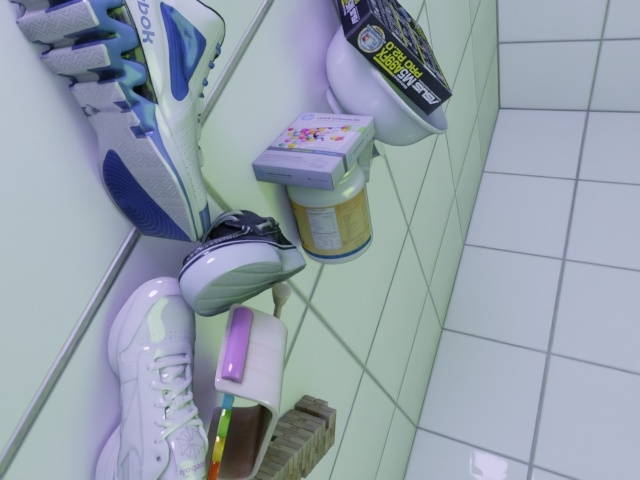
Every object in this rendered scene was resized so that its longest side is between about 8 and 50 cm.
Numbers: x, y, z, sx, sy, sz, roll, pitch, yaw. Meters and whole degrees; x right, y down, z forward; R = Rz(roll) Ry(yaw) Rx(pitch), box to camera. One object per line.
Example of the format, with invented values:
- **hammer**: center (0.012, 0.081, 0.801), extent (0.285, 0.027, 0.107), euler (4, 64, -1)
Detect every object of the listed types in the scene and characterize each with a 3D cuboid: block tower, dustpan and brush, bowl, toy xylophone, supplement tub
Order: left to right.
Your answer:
- **toy xylophone**: center (-0.106, 0.205, 0.676), extent (0.236, 0.081, 0.323), euler (-89, -168, -53)
- **block tower**: center (-0.074, 0.427, 0.941), extent (0.335, 0.090, 0.097), euler (-23, 118, -60)
- **supplement tub**: center (0.018, -0.070, 0.894), extent (0.144, 0.144, 0.200), euler (-55, 144, -41)
- **dustpan and brush**: center (0.125, -0.245, 1.144), extent (0.211, 0.060, 0.147), euler (47, 57, -59)
- **bowl**: center (0.105, -0.291, 0.944), extent (0.298, 0.134, 0.298), euler (35, 34, -28)

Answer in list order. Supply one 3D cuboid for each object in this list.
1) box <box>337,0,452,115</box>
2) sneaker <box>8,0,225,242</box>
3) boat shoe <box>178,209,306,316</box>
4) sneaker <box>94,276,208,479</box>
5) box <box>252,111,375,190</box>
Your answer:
- **box**: center (0.125, -0.379, 0.873), extent (0.216, 0.060, 0.270), euler (31, 37, -33)
- **sneaker**: center (-0.164, -0.163, 0.518), extent (0.182, 0.127, 0.316), euler (-51, 140, -41)
- **boat shoe**: center (-0.116, 0.019, 0.666), extent (0.119, 0.121, 0.335), euler (55, 7, 6)
- **sneaker**: center (-0.179, 0.198, 0.577), extent (0.114, 0.152, 0.305), euler (1, 97, -52)
- **box**: center (-0.006, -0.158, 0.817), extent (0.186, 0.145, 0.038), euler (-54, 145, -41)
